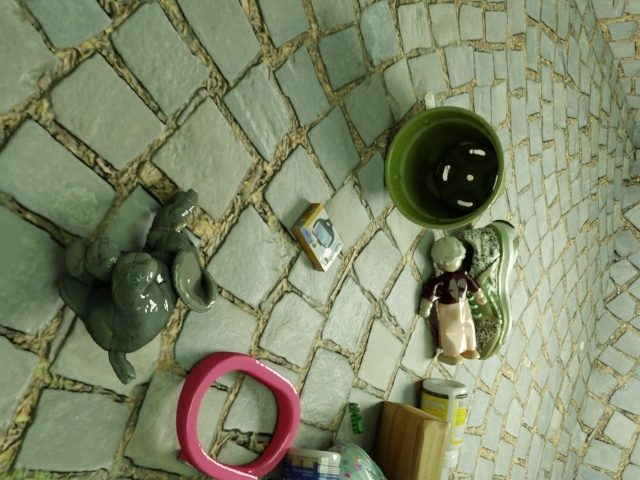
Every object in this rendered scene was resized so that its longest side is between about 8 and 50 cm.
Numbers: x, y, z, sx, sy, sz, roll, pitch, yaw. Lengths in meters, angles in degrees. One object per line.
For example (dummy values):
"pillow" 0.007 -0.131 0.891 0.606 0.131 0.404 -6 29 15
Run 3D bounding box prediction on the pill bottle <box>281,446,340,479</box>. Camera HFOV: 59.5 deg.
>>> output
"pill bottle" -0.025 0.500 1.075 0.112 0.112 0.186 31 58 -46

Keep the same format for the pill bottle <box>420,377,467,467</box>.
"pill bottle" 0.321 0.481 1.486 0.119 0.119 0.208 7 89 -49

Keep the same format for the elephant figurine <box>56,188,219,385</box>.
"elephant figurine" -0.229 0.049 0.807 0.239 0.169 0.186 -21 139 -62

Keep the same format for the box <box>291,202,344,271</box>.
"box" 0.000 0.000 1.143 0.081 0.028 0.136 -54 128 -31

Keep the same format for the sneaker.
"sneaker" 0.439 0.141 1.612 0.182 0.158 0.410 1 95 -18

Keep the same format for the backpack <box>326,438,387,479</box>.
"backpack" 0.067 0.518 1.199 0.182 0.152 0.115 55 47 -22

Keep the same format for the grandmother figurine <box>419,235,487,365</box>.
"grandmother figurine" 0.350 0.158 1.507 0.208 0.104 0.342 -13 102 -33

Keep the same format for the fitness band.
"fitness band" -0.140 0.319 0.996 0.291 0.054 0.209 45 61 -42

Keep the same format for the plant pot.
"plant pot" 0.330 -0.162 1.355 0.254 0.276 0.275 -1 95 -61

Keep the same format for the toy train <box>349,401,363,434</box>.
"toy train" 0.083 0.407 1.279 0.017 0.024 0.083 -26 112 -44

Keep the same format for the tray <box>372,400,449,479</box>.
"tray" 0.174 0.592 1.266 0.076 0.203 0.410 13 82 -17
